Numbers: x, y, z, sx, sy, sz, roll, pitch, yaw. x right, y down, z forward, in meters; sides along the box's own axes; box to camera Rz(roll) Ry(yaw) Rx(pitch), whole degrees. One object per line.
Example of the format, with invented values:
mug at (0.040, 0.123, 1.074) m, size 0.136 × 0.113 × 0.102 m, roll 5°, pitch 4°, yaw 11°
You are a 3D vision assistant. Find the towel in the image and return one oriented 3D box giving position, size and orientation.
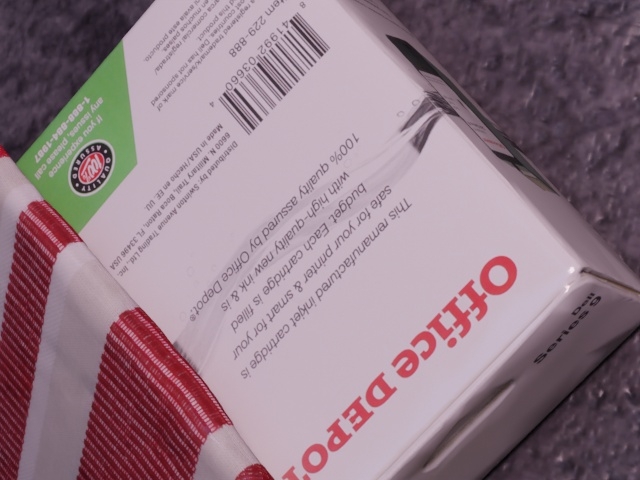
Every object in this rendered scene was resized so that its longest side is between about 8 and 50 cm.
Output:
towel at (-0.144, 0.079, 1.074) m, size 0.329 × 0.037 × 0.237 m, roll 48°, pitch 143°, yaw 26°

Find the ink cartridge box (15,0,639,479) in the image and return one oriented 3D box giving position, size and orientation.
ink cartridge box at (0.000, 0.000, 1.040) m, size 0.211 × 0.121 × 0.289 m, roll -47°, pitch 63°, yaw 14°
